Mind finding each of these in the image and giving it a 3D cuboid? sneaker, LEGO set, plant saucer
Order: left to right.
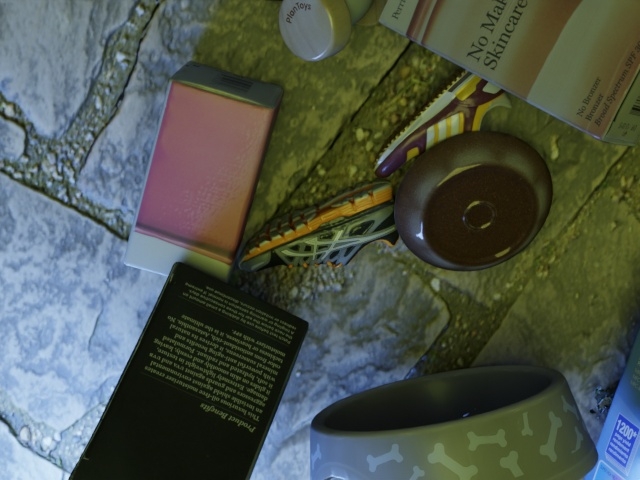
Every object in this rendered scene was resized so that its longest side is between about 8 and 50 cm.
[{"bbox_3d":[0.000,0.000,1.454,0.215,0.084,0.083,-21,109,8],"label":"sneaker"},{"bbox_3d":[0.146,-0.127,1.413,0.084,0.069,0.185,44,106,-8],"label":"sneaker"},{"bbox_3d":[0.190,-0.037,1.423,0.199,0.036,0.198,-4,121,-6],"label":"plant saucer"},{"bbox_3d":[0.377,0.218,1.529,0.054,0.023,0.083,-4,119,7],"label":"LEGO set"}]

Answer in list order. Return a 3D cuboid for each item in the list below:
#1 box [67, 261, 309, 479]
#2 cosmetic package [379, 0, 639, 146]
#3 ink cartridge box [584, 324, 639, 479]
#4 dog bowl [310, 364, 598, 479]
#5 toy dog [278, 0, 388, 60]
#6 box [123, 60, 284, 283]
[{"bbox_3d":[-0.173,0.240,1.366,0.183,0.294,0.296,25,145,-3],"label":"box"},{"bbox_3d":[0.233,-0.234,1.275,0.296,0.129,0.153,32,107,27],"label":"cosmetic package"},{"bbox_3d":[0.494,0.199,1.374,0.151,0.270,0.395,5,109,-33],"label":"ink cartridge box"},{"bbox_3d":[0.146,0.232,1.389,0.349,0.349,0.102,-12,94,7],"label":"dog bowl"},{"bbox_3d":[-0.004,-0.370,1.306,0.161,0.220,0.333,16,101,31],"label":"toy dog"},{"bbox_3d":[-0.137,-0.080,1.402,0.127,0.148,0.232,16,108,-2],"label":"box"}]
